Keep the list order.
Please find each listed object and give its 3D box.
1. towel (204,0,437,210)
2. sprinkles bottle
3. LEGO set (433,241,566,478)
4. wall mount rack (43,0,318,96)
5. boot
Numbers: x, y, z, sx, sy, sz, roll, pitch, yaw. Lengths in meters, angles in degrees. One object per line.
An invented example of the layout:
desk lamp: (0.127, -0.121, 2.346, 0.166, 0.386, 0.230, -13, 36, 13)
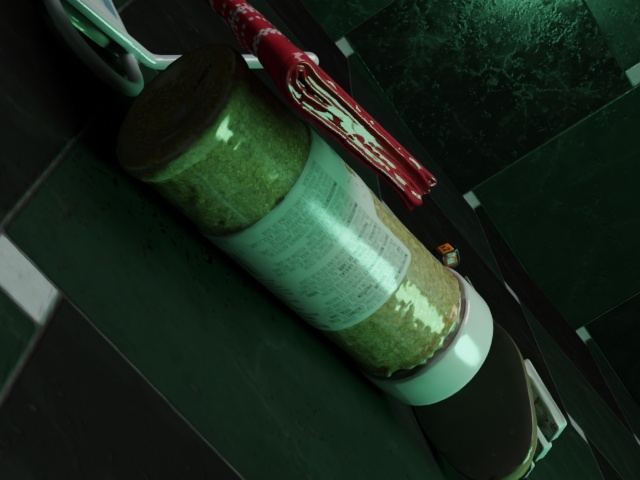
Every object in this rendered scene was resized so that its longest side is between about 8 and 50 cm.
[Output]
towel: (-0.040, -0.140, 0.804, 0.275, 0.031, 0.199, 48, 7, 39)
sprinkles bottle: (0.000, 0.000, 0.887, 0.355, 0.121, 0.121, 43, 16, -36)
LEGO set: (0.193, 0.119, 1.206, 0.244, 0.060, 0.182, 61, -15, 24)
wall mount rack: (-0.164, -0.259, 1.000, 0.304, 0.130, 0.350, 36, 21, -52)
boot: (0.146, 0.138, 1.089, 0.115, 0.112, 0.305, 57, 6, -34)
